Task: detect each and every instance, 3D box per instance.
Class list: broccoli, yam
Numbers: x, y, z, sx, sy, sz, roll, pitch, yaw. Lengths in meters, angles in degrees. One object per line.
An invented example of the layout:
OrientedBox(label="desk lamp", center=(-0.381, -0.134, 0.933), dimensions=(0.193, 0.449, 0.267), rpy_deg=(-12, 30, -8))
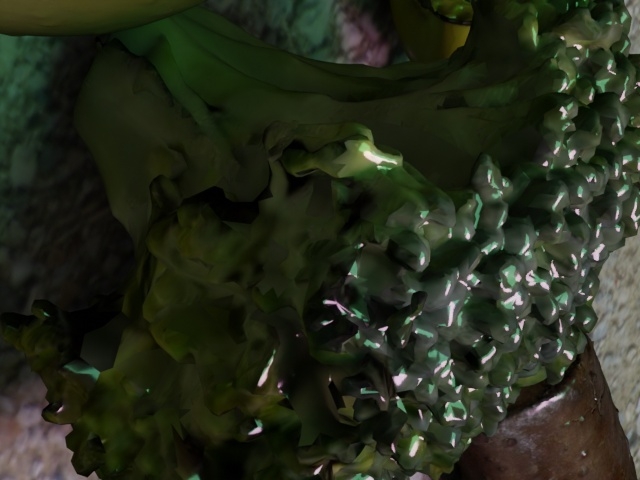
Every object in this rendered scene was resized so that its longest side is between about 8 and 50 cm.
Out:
OrientedBox(label="broccoli", center=(0.020, 0.013, 0.895), dimensions=(0.334, 0.272, 0.324), rpy_deg=(-41, 136, -44))
OrientedBox(label="yam", center=(0.159, 0.162, 1.291), dimensions=(0.131, 0.131, 0.279), rpy_deg=(-53, 140, -28))

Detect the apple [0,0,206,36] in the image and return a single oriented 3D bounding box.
OrientedBox(label="apple", center=(-0.112, -0.274, 0.754), dimensions=(0.360, 0.312, 0.320), rpy_deg=(30, 33, -57))

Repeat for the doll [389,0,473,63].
OrientedBox(label="doll", center=(0.082, -0.054, 1.109), dimensions=(0.143, 0.135, 0.221), rpy_deg=(-9, 121, -19))
